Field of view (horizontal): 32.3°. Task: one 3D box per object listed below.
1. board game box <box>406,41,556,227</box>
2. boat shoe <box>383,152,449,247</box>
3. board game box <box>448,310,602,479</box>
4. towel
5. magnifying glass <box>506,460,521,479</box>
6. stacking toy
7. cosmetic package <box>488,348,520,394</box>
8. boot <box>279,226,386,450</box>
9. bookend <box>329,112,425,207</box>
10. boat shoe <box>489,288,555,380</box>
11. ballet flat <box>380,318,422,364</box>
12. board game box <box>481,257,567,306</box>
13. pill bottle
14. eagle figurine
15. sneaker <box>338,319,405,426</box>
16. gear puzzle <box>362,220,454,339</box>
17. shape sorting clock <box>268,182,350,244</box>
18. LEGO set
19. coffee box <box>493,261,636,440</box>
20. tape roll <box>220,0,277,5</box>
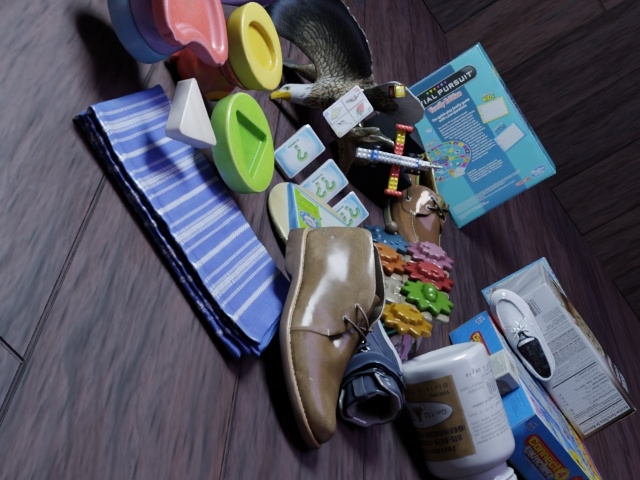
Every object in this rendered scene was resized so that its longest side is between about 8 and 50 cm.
[{"bbox_3d":[0.337,-0.236,2.500,0.336,0.254,0.079,57,18,-7],"label":"board game box"},{"bbox_3d":[0.184,-0.057,2.074,0.111,0.104,0.307,41,26,-43],"label":"boat shoe"},{"bbox_3d":[0.373,0.321,1.950,0.302,0.086,0.308,48,13,-29],"label":"board game box"},{"bbox_3d":[-0.142,-0.032,1.313,0.336,0.040,0.243,57,18,-5],"label":"towel"},{"bbox_3d":[0.320,0.390,1.880,0.231,0.026,0.092,64,19,18],"label":"magnifying glass"},{"bbox_3d":[-0.171,-0.204,1.412,0.309,0.130,0.279,33,52,-60],"label":"stacking toy"},{"bbox_3d":[0.268,0.235,1.833,0.041,0.115,0.060,49,22,-30],"label":"cosmetic package"},{"bbox_3d":[0.017,0.105,1.336,0.112,0.115,0.305,68,19,-52],"label":"boot"},{"bbox_3d":[0.127,-0.154,1.995,0.156,0.157,0.072,36,30,-48],"label":"bookend"},{"bbox_3d":[0.361,0.172,1.971,0.184,0.066,0.063,63,9,-9],"label":"boat shoe"},{"bbox_3d":[0.121,0.145,1.683,0.221,0.077,0.079,-39,119,-65],"label":"ballet flat"},{"bbox_3d":[0.440,0.118,2.385,0.103,0.154,0.026,63,19,10],"label":"board game box"},{"bbox_3d":[0.202,0.270,1.566,0.131,0.131,0.229,-18,90,-71],"label":"pill bottle"},{"bbox_3d":[0.018,-0.272,1.858,0.225,0.226,0.298,16,48,-35],"label":"eagle figurine"},{"bbox_3d":[0.039,0.138,1.442,0.226,0.086,0.163,56,16,-14],"label":"sneaker"},{"bbox_3d":[0.127,0.056,1.708,0.175,0.044,0.339,21,24,-3],"label":"gear puzzle"},{"bbox_3d":[0.000,0.000,1.609,0.206,0.040,0.206,40,22,-19],"label":"shape sorting clock"},{"bbox_3d":[0.069,-0.135,1.714,0.182,0.244,0.060,55,-18,-18],"label":"LEGO set"},{"bbox_3d":[0.458,0.206,2.088,0.297,0.119,0.168,53,14,-6],"label":"coffee box"},{"bbox_3d":[-0.125,-0.498,1.688,0.274,0.275,0.090,60,20,2],"label":"tape roll"}]
